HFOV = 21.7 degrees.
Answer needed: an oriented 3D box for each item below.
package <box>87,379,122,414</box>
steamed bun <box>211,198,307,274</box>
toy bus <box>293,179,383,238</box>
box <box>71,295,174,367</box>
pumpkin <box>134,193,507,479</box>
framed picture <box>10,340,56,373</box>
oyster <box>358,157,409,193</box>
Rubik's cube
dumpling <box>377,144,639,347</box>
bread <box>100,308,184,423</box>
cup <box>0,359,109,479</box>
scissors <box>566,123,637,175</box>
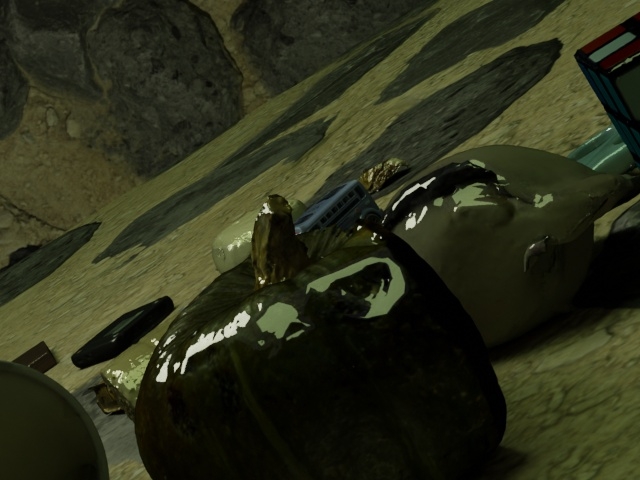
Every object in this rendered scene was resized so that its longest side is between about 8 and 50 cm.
[{"bbox_3d":[-0.210,0.161,1.916,0.071,0.047,0.131,-35,9,-28],"label":"package"},{"bbox_3d":[-0.062,0.012,2.030,0.130,0.091,0.112,-37,16,-31],"label":"steamed bun"},{"bbox_3d":[0.000,0.000,1.952,0.073,0.076,0.167,-21,16,45],"label":"toy bus"},{"bbox_3d":[-0.274,0.125,2.289,0.125,0.027,0.126,-21,16,45],"label":"box"},{"bbox_3d":[-0.032,0.098,1.224,0.232,0.242,0.325,-27,5,-18],"label":"pumpkin"},{"bbox_3d":[-0.470,0.211,2.464,0.168,0.023,0.128,-35,11,-9],"label":"framed picture"},{"bbox_3d":[0.075,-0.086,2.228,0.093,0.034,0.051,-34,3,16],"label":"oyster"},{"bbox_3d":[0.325,-0.121,1.368,0.163,0.161,0.162,-31,11,7],"label":"Rubik's cube"},{"bbox_3d":[0.140,-0.011,1.402,0.293,0.163,0.204,-32,17,48],"label":"dumpling"},{"bbox_3d":[-0.112,0.133,1.552,0.141,0.134,0.148,-36,25,-14],"label":"bread"},{"bbox_3d":[-0.393,0.210,1.560,0.327,0.322,0.237,-3,68,65],"label":"cup"},{"bbox_3d":[0.229,-0.031,1.599,0.360,0.029,0.191,-43,10,-28],"label":"scissors"}]
